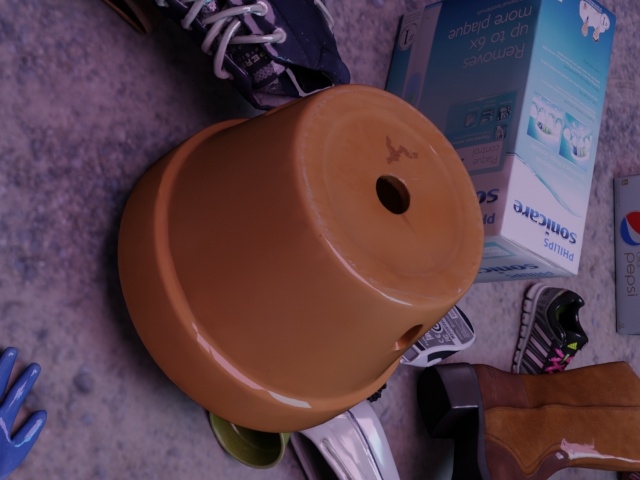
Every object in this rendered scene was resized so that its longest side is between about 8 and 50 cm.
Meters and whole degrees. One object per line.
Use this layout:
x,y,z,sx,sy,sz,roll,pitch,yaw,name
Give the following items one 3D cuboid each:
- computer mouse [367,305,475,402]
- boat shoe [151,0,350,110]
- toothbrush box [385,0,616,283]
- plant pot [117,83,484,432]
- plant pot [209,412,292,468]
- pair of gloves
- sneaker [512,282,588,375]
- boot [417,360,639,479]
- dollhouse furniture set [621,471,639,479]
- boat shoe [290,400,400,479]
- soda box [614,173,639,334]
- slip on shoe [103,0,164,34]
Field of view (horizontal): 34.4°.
0.092,0.109,1.099,0.193,0.042,0.106,-5,53,-43,computer mouse
-0.085,-0.214,0.874,0.340,0.127,0.158,12,53,-56,boat shoe
0.171,-0.110,1.089,0.126,0.216,0.296,24,72,-35,toothbrush box
0.000,0.000,0.892,0.291,0.203,0.291,19,57,-31,plant pot
-0.047,0.158,0.972,0.079,0.083,0.083,-37,109,-49,plant pot
-0.307,0.138,0.786,0.198,0.023,0.159,31,66,-34,pair of gloves
0.282,0.133,1.245,0.063,0.074,0.170,19,73,-37,sneaker
0.262,0.251,1.122,0.280,0.096,0.264,4,45,-23,boot
0.391,0.294,1.231,0.374,0.201,0.152,-3,105,-33,dollhouse furniture set
0.045,0.286,1.019,0.088,0.096,0.268,-24,100,-35,boat shoe
0.448,0.020,1.403,0.074,0.069,0.216,7,80,-39,soda box
-0.193,-0.232,0.910,0.135,0.051,0.041,34,74,-39,slip on shoe
